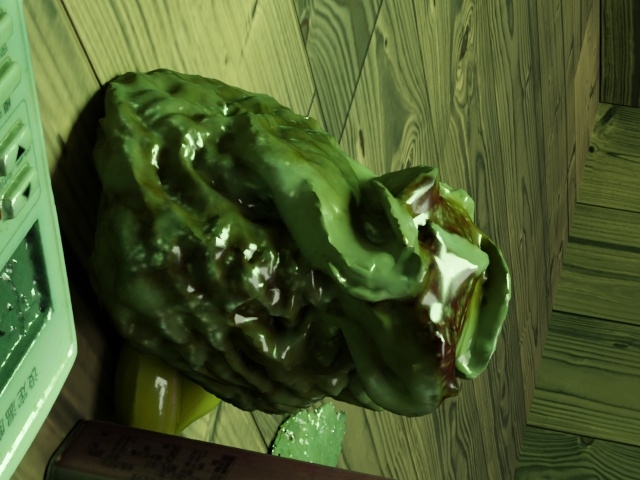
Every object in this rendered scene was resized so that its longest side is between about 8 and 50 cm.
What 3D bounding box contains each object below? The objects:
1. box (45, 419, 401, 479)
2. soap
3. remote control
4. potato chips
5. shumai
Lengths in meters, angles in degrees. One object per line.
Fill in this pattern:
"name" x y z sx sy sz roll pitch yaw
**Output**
"box" -0.041 0.180 0.962 0.069 0.224 0.120 -58 155 -59
"soap" -0.093 0.082 1.056 0.140 0.045 0.089 -37 130 -66
"remote control" -0.164 -0.035 0.696 0.145 0.050 0.344 -65 160 -47
"potato chips" -0.019 0.264 1.446 0.167 0.059 0.228 -66 163 -73
"shumai" -0.002 0.000 0.959 0.256 0.218 0.189 35 61 -60
